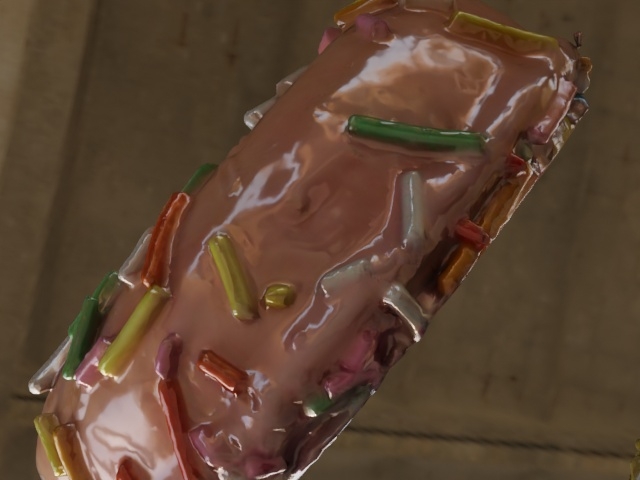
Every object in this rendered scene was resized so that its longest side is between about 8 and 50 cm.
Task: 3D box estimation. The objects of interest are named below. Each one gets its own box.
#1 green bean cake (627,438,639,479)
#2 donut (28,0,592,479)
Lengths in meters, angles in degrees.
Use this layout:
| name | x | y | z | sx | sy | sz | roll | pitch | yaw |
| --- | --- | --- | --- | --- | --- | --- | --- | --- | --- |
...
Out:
| name | x | y | z | sx | sy | sz | roll | pitch | yaw |
| --- | --- | --- | --- | --- | --- | --- | --- | --- | --- |
| green bean cake | 0.232 | 0.208 | 0.851 | 0.229 | 0.131 | 0.224 | 50 | -153 | -48 |
| donut | 0.000 | 0.000 | 0.598 | 0.085 | 0.199 | 0.233 | 40 | -151 | 0 |
